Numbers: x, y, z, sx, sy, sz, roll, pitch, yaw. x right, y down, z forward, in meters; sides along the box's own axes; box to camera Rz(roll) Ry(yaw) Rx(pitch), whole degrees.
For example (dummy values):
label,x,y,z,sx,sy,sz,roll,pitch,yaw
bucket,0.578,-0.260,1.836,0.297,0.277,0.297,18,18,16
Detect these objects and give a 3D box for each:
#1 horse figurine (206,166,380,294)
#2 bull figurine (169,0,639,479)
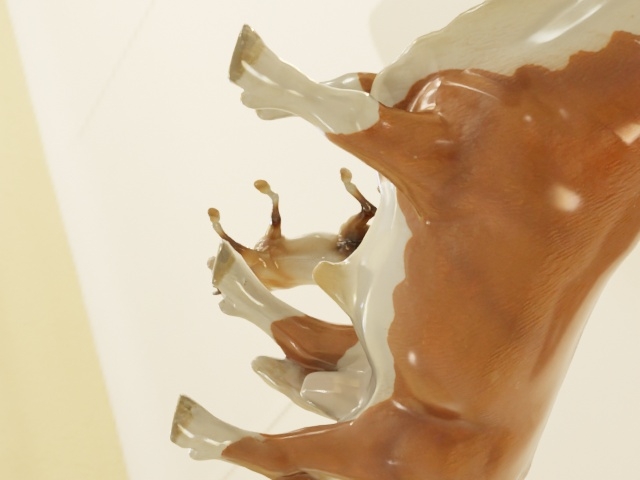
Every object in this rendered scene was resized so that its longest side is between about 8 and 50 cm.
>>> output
label,x,y,z,sx,sy,sz,roll,pitch,yaw
horse figurine,0.000,0.000,1.182,0.174,0.263,0.066,76,6,-51
bull figurine,0.051,-0.008,0.476,0.101,0.188,0.310,-78,-179,-61
